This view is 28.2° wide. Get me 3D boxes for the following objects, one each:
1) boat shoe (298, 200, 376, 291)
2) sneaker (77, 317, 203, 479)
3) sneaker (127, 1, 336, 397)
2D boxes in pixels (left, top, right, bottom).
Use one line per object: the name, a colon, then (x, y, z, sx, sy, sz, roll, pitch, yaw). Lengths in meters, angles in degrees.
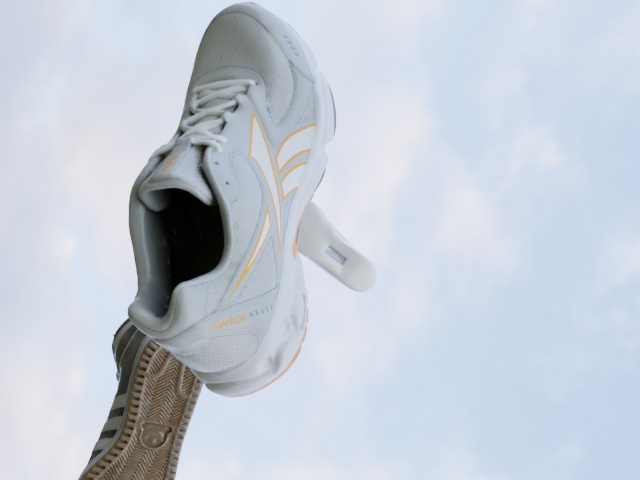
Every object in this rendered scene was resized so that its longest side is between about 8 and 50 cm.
boat shoe: (0.000, 0.000, 1.732, 0.066, 0.184, 0.063, -57, -161, -7)
sneaker: (-0.208, 0.204, 1.427, 0.282, 0.099, 0.153, -66, -160, 10)
sneaker: (-0.060, -0.045, 0.778, 0.099, 0.121, 0.262, -11, -117, 25)
